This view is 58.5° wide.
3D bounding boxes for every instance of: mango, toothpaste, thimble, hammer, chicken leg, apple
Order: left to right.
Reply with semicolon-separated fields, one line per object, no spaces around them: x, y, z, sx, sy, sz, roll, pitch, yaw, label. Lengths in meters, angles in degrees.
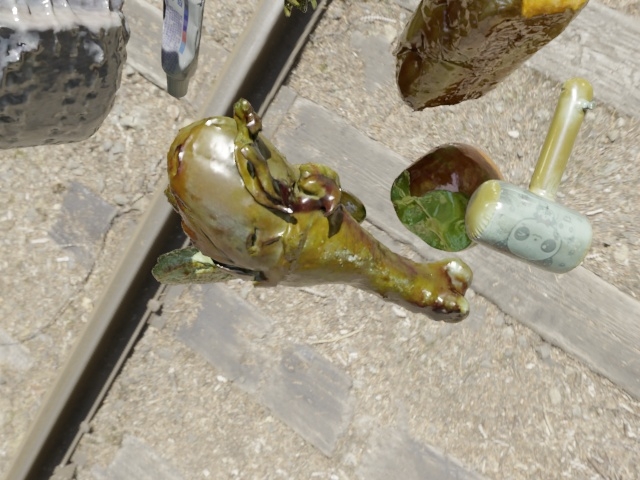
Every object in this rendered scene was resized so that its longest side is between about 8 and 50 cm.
-0.325;-0.202;0.599;0.236;0.172;0.205;-11;98;40;thimble
-0.269;-0.393;1.099;0.099;0.068;0.282;21;141;-3;toothpaste
-0.015;0.003;0.618;0.211;0.361;0.140;5;64;52;chicken leg
0.031;-0.071;1.291;0.163;0.089;0.111;-21;111;49;mango
0.293;-0.090;1.283;0.246;0.246;0.226;-38;75;17;apple
0.368;-0.112;0.913;0.202;0.113;0.305;21;94;-9;hammer

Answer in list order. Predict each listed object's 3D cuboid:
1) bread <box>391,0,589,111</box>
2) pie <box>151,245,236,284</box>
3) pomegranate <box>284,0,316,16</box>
0.230;-0.326;0.852;0.195;0.344;0.148;-11;83;-14;bread
-0.299;0.063;1.425;0.201;0.248;0.090;-14;76;30;pie
-0.070;-0.639;1.257;0.211;0.211;0.263;-12;100;19;pomegranate
